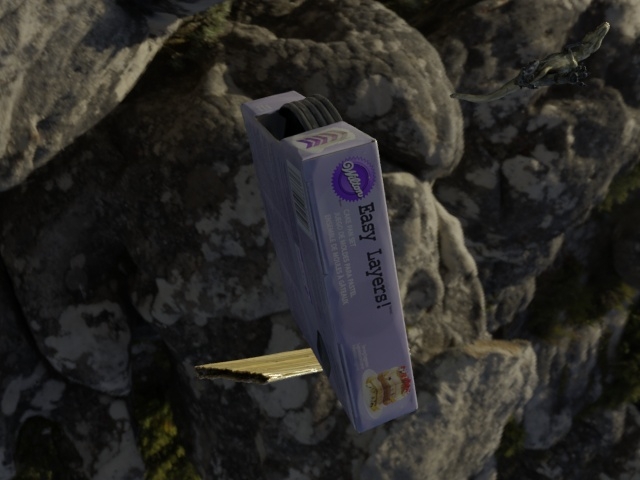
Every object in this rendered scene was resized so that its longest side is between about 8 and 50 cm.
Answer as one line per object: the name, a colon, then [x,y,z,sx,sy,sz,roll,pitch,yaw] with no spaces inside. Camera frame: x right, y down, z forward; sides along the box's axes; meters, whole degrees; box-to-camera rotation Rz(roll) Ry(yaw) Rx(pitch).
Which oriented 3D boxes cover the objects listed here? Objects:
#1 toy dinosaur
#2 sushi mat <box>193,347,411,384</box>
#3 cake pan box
toy dinosaur: [0.347,-0.263,1.054,0.268,0.118,0.064,-22,109,5]
sushi mat: [-0.016,0.180,0.998,0.317,0.151,0.019,1,86,-47]
cake pan box: [0.000,0.000,0.629,0.070,0.246,0.266,-18,114,-12]
